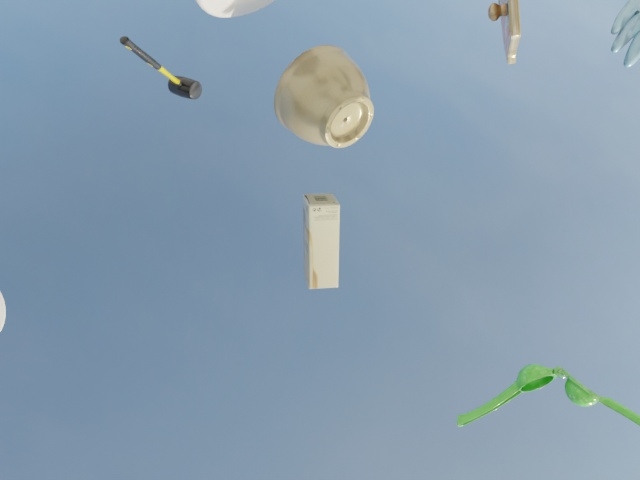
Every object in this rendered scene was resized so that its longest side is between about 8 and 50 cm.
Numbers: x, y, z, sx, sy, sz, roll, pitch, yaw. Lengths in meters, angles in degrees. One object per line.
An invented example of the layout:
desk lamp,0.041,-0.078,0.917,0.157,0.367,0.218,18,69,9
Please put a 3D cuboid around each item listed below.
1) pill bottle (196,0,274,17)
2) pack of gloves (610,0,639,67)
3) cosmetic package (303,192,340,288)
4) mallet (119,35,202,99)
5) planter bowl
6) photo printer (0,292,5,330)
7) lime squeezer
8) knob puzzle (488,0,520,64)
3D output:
pill bottle,-0.182,-0.545,0.729,0.204,0.204,0.360,-30,-92,-24
pack of gloves,0.492,-0.279,0.592,0.195,0.046,0.232,36,-77,-1
cosmetic package,0.000,0.000,0.644,0.041,0.060,0.115,-3,-71,-9
mallet,-0.281,-0.308,0.886,0.063,0.190,0.039,21,-92,15
planter bowl,0.020,-0.222,0.813,0.162,0.162,0.109,-25,-124,-23
photo printer,-0.592,0.033,0.677,0.256,0.307,0.107,-8,-161,23
lime squeezer,0.358,0.240,0.729,0.058,0.311,0.109,53,-133,-37
knob puzzle,0.214,-0.310,0.591,0.030,0.213,0.213,-5,-119,19
